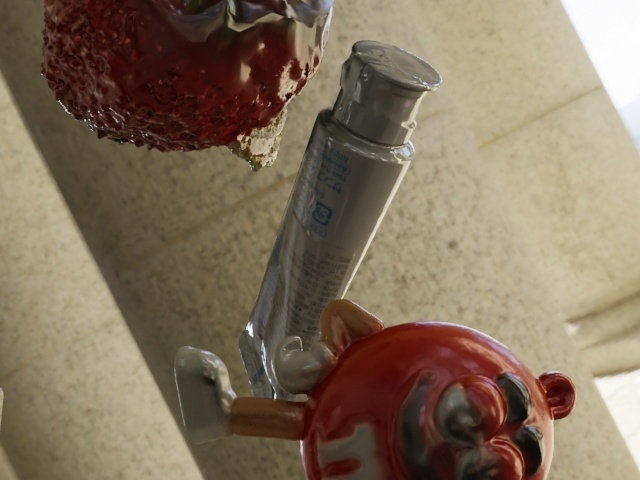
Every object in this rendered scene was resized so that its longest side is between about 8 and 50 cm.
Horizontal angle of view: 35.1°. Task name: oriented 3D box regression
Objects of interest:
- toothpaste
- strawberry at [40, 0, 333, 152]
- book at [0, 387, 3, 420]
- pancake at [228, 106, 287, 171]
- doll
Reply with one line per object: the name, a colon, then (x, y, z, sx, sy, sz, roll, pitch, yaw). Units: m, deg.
toothpaste: (0.000, 0.000, 0.749, 0.073, 0.114, 0.299, 7, -57, -26)
strawberry: (-0.049, -0.076, 0.358, 0.106, 0.106, 0.106, -27, -1, -1)
book: (-0.244, 0.170, 0.387, 0.217, 0.021, 0.310, 3, -54, -19)
pancake: (-0.089, -0.150, 0.985, 0.057, 0.244, 0.266, 14, 50, 19)
doll: (0.036, 0.122, 0.554, 0.217, 0.183, 0.085, -9, 5, 5)
